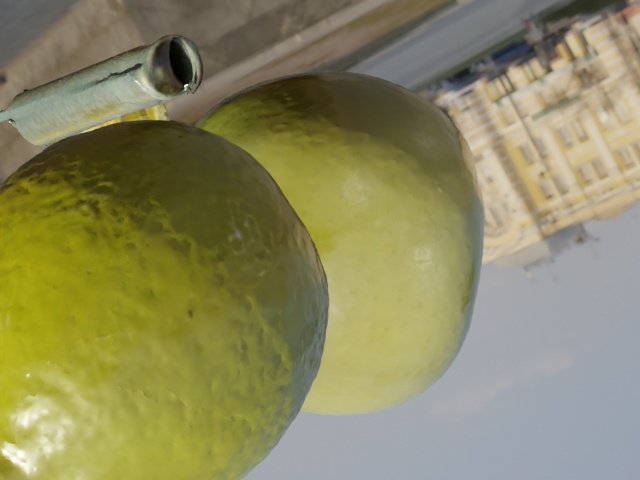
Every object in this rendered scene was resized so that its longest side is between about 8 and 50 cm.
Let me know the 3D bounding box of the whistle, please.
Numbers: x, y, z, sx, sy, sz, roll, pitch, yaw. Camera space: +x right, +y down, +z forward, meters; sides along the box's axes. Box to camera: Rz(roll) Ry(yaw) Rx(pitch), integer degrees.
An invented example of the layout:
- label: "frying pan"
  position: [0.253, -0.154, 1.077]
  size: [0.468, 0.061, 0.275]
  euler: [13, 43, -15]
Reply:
- label: "whistle"
  position: [-0.221, -0.136, 1.043]
  size: [0.068, 0.057, 0.326]
  euler: [12, 170, -38]

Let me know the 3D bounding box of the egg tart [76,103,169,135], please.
- label: "egg tart"
  position: [-0.301, -0.161, 1.601]
  size: [0.191, 0.191, 0.074]
  euler: [-26, 177, 38]

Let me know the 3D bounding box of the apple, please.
- label: "apple"
  position: [0.000, 0.000, 0.925]
  size: [0.254, 0.291, 0.292]
  euler: [6, 172, -16]

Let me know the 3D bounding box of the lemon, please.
- label: "lemon"
  position: [-0.091, 0.043, 0.536]
  size: [0.184, 0.184, 0.248]
  euler: [-26, -153, 38]
